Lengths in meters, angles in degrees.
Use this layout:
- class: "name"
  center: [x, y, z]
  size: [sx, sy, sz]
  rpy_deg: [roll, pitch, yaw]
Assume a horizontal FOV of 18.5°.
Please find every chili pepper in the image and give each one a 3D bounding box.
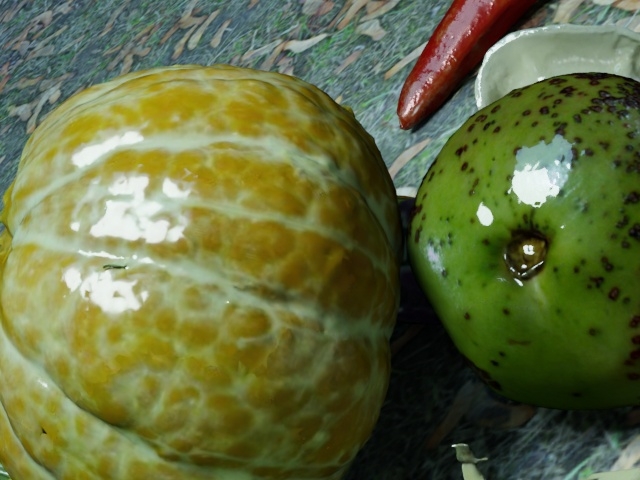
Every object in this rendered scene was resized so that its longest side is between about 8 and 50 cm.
- class: "chili pepper"
  center: [0.150, -0.201, 1.675]
  size: [0.272, 0.063, 0.071]
  rpy_deg: [-46, 13, -4]

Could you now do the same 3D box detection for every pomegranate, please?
- class: "pomegranate"
  center: [0.179, -0.001, 1.200]
  size: [0.214, 0.214, 0.248]
  rpy_deg: [-19, -5, 39]

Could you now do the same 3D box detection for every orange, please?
- class: "orange"
  center: [-0.087, 0.047, 1.223]
  size: [0.329, 0.249, 0.329]
  rpy_deg: [-163, 90, -80]

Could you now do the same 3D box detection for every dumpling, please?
- class: "dumpling"
  center: [0.165, -0.087, 1.380]
  size: [0.169, 0.134, 0.100]
  rpy_deg: [-21, 30, 32]

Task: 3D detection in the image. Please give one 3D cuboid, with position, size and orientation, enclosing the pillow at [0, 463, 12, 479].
- class: "pillow"
  center: [-0.218, 0.186, 1.514]
  size: [0.214, 0.086, 0.233]
  rpy_deg: [-41, 20, 29]

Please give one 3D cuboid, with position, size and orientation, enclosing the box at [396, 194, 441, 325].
- class: "box"
  center: [0.000, 0.000, 1.475]
  size: [0.345, 0.134, 0.097]
  rpy_deg: [8, 94, 59]

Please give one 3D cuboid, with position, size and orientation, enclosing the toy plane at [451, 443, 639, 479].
- class: "toy plane"
  center: [0.165, 0.155, 1.021]
  size: [0.256, 0.104, 0.242]
  rpy_deg: [0, 27, 35]
